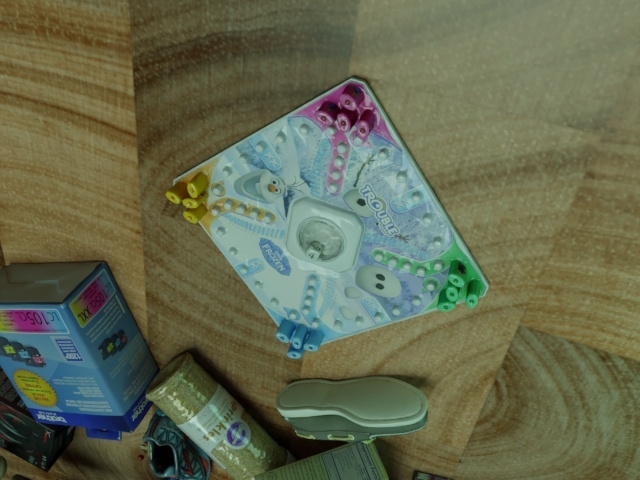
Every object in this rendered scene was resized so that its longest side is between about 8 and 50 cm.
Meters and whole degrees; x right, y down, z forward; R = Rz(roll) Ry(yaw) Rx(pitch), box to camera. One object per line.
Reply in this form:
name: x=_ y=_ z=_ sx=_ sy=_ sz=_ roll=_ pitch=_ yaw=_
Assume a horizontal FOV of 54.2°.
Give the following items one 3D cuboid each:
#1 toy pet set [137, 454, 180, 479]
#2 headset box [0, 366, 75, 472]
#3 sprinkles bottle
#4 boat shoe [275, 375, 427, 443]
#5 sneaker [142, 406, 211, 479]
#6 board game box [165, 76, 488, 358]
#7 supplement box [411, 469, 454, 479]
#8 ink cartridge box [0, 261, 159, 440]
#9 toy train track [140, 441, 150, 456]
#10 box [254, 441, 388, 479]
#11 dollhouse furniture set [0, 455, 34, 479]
toy pet set: x=-0.391 y=0.581 z=1.502 sx=0.065 sy=0.122 sz=0.114 roll=-32 pitch=122 yaw=30
headset box: x=-0.752 y=0.408 z=1.528 sx=0.293 sy=0.110 sz=0.218 roll=29 pitch=129 yaw=1
sprinkles bottle: x=-0.196 y=0.392 z=1.287 sx=0.121 sy=0.121 sz=0.355 roll=-32 pitch=107 yaw=35
boat shoe: x=0.062 y=0.316 z=1.144 sx=0.305 sy=0.109 sz=0.091 roll=-6 pitch=121 yaw=32
sneaker: x=-0.336 y=0.490 z=1.407 sx=0.104 sy=0.125 sz=0.261 roll=-2 pitch=122 yaw=23
board game box: x=0.000 y=0.000 z=0.985 sx=0.390 sy=0.050 sz=0.389 roll=-22 pitch=112 yaw=33
supplement box: x=0.219 y=0.497 z=1.234 sx=0.083 sy=0.055 sz=0.043 roll=9 pitch=126 yaw=17
ink cartridge box: x=-0.505 y=0.244 z=1.297 sx=0.270 sy=0.151 sz=0.395 roll=-2 pitch=123 yaw=23
toy train track: x=-0.394 y=0.506 z=1.515 sx=0.083 sy=0.014 sz=0.048 roll=14 pitch=120 yaw=6
box: x=0.018 y=0.534 z=1.232 sx=0.243 sy=0.117 sz=0.213 roll=-17 pitch=120 yaw=-6
dollhouse furniture set: x=-0.594 y=0.678 z=1.518 sx=0.394 sy=0.256 sz=0.362 roll=29 pitch=161 yaw=36
